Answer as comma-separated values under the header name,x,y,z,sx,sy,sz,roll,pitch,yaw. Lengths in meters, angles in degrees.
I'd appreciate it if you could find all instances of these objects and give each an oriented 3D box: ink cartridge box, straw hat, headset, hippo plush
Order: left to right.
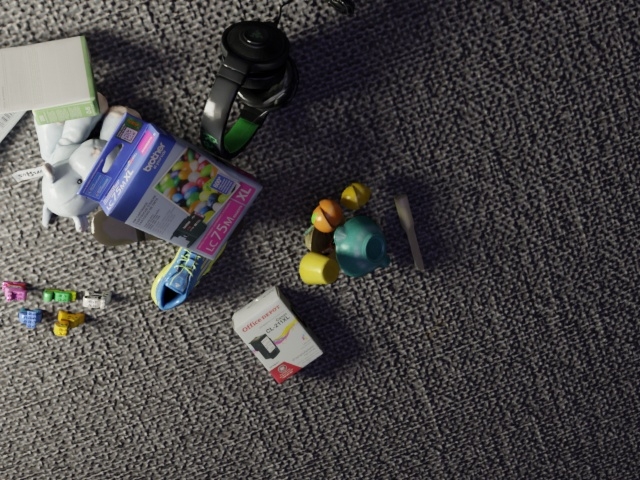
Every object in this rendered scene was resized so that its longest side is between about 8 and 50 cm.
name,x,y,z,sx,sy,sz,roll,pitch,yaw
ink cartridge box,-0.551,-0.298,1.741,0.235,0.171,0.056,-12,149,-8
hippo plush,-0.481,-0.156,1.767,0.294,0.236,0.234,-26,110,1
ink cartridge box,-0.278,-0.095,1.723,0.311,0.065,0.186,27,102,-39
headset,-0.092,-0.330,1.766,0.185,0.243,0.394,25,81,10
ink cartridge box,-0.097,0.210,2.035,0.127,0.072,0.175,-36,110,5
straw hat,0.000,0.000,1.979,0.144,0.061,0.145,-15,110,-49

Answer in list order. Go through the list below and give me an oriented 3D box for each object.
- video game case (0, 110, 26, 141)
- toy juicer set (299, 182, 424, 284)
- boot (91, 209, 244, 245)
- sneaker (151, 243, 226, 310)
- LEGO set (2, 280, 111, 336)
name,x,y,z,sx,sy,sz,roll,pitch,yaw
video game case,-0.707,-0.251,1.781,0.193,0.023,0.212,40,88,-28
toy juicer set,0.090,-0.023,1.968,0.329,0.089,0.209,-7,100,-40
boot,-0.310,-0.044,1.890,0.305,0.115,0.112,-2,96,-2
sneaker,-0.271,0.056,1.929,0.091,0.126,0.240,32,102,-17
LEGO set,-0.565,0.153,1.936,0.227,0.093,0.087,6,108,-10
